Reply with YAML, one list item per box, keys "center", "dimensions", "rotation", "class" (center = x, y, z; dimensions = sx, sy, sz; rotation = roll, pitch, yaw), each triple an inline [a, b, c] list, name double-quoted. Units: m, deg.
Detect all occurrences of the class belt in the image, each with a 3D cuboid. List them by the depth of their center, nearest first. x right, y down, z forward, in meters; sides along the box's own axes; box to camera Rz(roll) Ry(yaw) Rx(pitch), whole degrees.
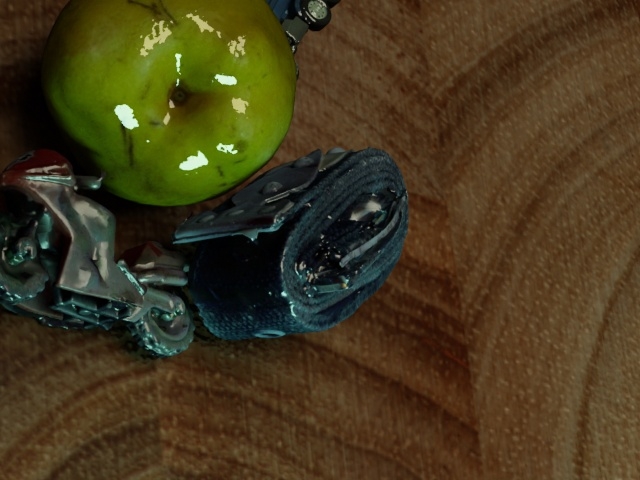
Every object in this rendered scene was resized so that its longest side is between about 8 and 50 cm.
- center: [0.000, 0.000, 1.317]
  dimensions: [0.218, 0.128, 0.122]
  rotation: [-41, 119, -55]
  class: "belt"

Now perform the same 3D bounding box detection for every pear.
- center: [-0.113, -0.119, 1.263]
  dimensions: [0.200, 0.200, 0.200]
  rotation: [18, 59, -34]
  class: "pear"

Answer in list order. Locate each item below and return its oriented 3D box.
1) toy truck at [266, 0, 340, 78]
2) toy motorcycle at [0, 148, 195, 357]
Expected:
- center: [-0.044, -0.193, 1.434]
  dimensions: [0.088, 0.074, 0.201]
  rotation: [38, 49, -15]
  class: "toy truck"
- center: [-0.171, 0.010, 1.230]
  dimensions: [0.213, 0.082, 0.122]
  rotation: [26, 59, -44]
  class: "toy motorcycle"
